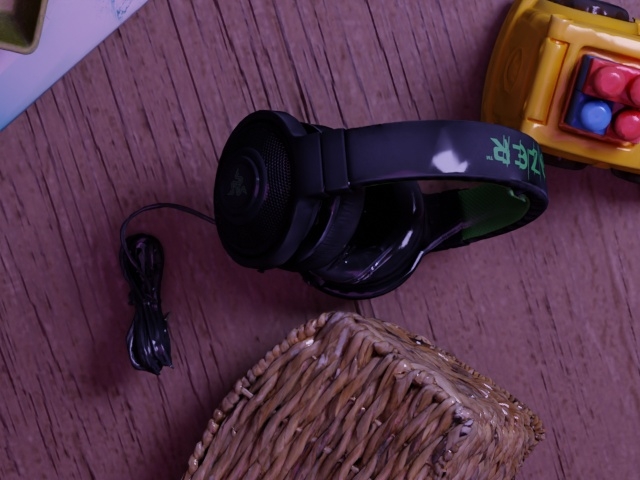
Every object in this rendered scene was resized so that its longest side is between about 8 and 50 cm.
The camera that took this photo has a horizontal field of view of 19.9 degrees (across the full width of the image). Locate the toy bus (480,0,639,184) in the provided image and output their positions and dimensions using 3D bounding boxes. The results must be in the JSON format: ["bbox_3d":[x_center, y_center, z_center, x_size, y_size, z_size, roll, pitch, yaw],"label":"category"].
[{"bbox_3d":[0.265,-0.119,1.539,0.220,0.211,0.149,14,98,-8],"label":"toy bus"}]

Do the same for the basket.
[{"bbox_3d":[0.019,0.220,1.645,0.213,0.223,0.299,36,98,23],"label":"basket"}]

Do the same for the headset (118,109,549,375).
[{"bbox_3d":[0.000,0.000,1.536,0.394,0.243,0.185,-11,74,27],"label":"headset"}]

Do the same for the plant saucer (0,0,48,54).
[{"bbox_3d":[-0.294,-0.257,1.431,0.188,0.045,0.188,13,97,-6],"label":"plant saucer"}]

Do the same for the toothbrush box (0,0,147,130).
[{"bbox_3d":[-0.296,-0.209,1.526,0.295,0.126,0.216,-40,100,3],"label":"toothbrush box"}]
